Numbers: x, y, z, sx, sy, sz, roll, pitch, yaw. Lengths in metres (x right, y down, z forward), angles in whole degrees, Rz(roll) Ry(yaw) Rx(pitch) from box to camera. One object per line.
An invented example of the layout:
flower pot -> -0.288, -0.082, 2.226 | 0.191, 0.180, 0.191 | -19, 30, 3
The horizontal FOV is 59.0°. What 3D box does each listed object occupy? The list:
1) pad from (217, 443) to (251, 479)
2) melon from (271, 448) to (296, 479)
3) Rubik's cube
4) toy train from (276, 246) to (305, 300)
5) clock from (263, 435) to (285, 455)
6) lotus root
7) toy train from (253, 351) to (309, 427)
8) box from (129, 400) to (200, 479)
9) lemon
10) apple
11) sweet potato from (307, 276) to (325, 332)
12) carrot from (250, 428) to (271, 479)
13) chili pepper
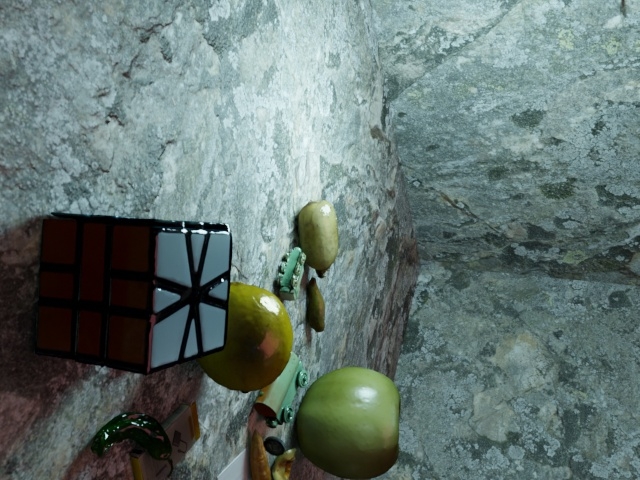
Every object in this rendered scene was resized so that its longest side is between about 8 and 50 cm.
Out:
pad -> -0.284, 0.800, 1.896 | 0.232, 0.004, 0.156 | -21, 114, -67
melon -> -0.145, 0.879, 2.182 | 0.128, 0.079, 0.160 | 89, 13, -70
Rubik's cube -> -0.368, 0.093, 1.161 | 0.288, 0.284, 0.293 | -2, 98, -67
toy train -> -0.105, 0.124, 2.111 | 0.125, 0.081, 0.193 | 82, 20, -54
clock -> -0.168, 0.752, 2.069 | 0.017, 0.085, 0.085 | -58, 146, -59
lotus root -> 0.000, 0.000, 2.235 | 0.169, 0.152, 0.342 | -45, 132, -58
toy train -> -0.147, 0.534, 2.065 | 0.177, 0.116, 0.285 | 62, 38, -33
box -> -0.404, 0.543, 1.498 | 0.247, 0.033, 0.129 | -39, 129, -61
lemon -> -0.215, 0.271, 1.585 | 0.297, 0.297, 0.296 | 5, 90, -68
apple -> 0.128, 0.752, 2.358 | 0.474, 0.474, 0.473 | 5, 90, -68
sweet potato -> -0.022, 0.273, 2.354 | 0.077, 0.077, 0.243 | -41, 128, -61
carrot -> -0.213, 0.749, 1.970 | 0.072, 0.072, 0.204 | -30, 119, -64
chili pepper -> -0.422, 0.480, 1.349 | 0.279, 0.065, 0.122 | 46, 50, -46
